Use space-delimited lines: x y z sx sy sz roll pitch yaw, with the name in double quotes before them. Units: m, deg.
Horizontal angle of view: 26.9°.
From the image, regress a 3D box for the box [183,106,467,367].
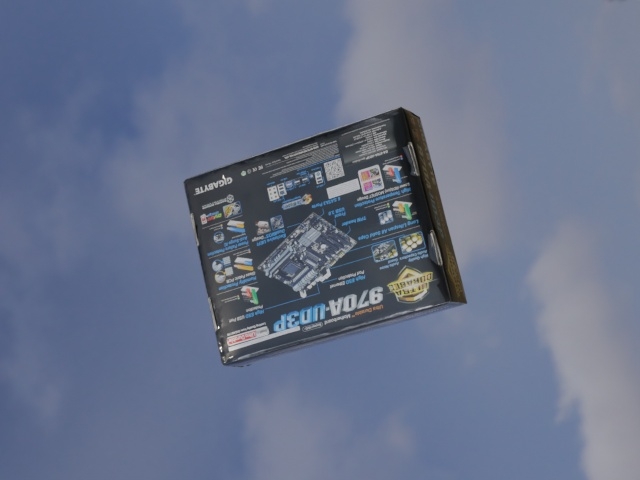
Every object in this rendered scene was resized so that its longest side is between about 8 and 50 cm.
"box" 0.000 0.000 1.169 0.051 0.220 0.175 16 -122 -68
